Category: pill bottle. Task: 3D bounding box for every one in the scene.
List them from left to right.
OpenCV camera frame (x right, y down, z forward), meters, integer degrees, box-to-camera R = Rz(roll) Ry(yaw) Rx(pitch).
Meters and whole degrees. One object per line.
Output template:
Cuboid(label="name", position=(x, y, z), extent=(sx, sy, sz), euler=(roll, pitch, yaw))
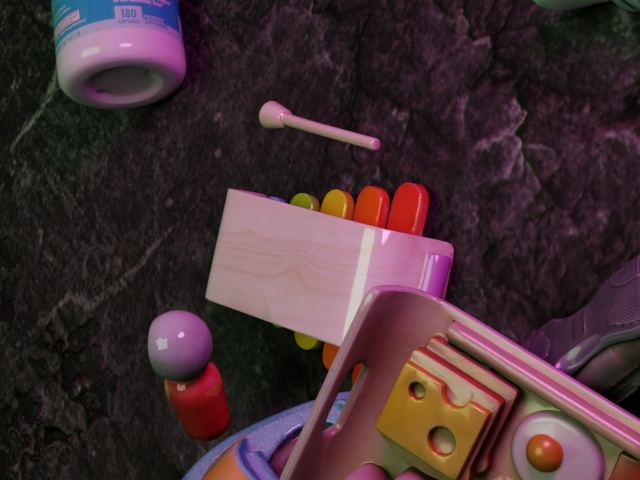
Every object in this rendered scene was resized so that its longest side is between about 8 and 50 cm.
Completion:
Cuboid(label="pill bottle", position=(-0.237, -0.294, 1.990), extent=(0.146, 0.146, 0.264), euler=(-30, 60, 44))

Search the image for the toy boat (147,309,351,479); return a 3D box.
Cuboid(label="toy boat", position=(-0.064, 0.191, 1.588), extent=(0.318, 0.267, 0.148), euler=(43, 156, 46))

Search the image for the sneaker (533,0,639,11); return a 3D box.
Cuboid(label="sneaker", position=(0.259, -0.189, 1.393), extent=(0.256, 0.094, 0.151), euler=(-13, 66, 47))

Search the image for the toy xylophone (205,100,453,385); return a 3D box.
Cuboid(label="toy xylophone", position=(0.000, 0.000, 1.685), extent=(0.323, 0.081, 0.236), euler=(29, 104, 50))

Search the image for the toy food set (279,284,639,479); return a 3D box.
Cuboid(label="toy food set", position=(0.124, 0.200, 1.363), extent=(0.306, 0.092, 0.219), euler=(32, 114, 20))

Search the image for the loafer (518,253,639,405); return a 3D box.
Cuboid(label="loafer", position=(0.249, 0.079, 1.383), extent=(0.267, 0.084, 0.096), euler=(-38, 24, 36))
